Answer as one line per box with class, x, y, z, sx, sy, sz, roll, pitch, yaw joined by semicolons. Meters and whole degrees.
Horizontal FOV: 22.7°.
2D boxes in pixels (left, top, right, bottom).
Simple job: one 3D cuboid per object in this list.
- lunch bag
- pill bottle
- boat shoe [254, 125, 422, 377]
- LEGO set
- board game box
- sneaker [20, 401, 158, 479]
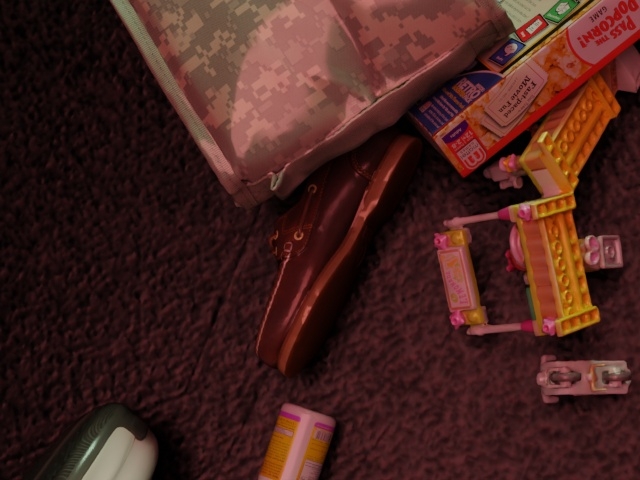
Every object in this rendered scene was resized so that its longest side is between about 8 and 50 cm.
lunch bag;-0.018;-0.182;1.168;0.235;0.169;0.287;-33;63;7
pill bottle;-0.020;0.165;1.183;0.043;0.043;0.083;17;84;14
boat shoe;0.000;0.000;1.197;0.073;0.073;0.207;25;79;17
LEGO set;0.155;-0.027;1.155;0.107;0.132;0.287;-10;71;45
board game box;0.144;-0.145;1.157;0.193;0.147;0.045;-39;118;3
sneaker;-0.162;0.358;1.147;0.257;0.169;0.447;29;67;-16
